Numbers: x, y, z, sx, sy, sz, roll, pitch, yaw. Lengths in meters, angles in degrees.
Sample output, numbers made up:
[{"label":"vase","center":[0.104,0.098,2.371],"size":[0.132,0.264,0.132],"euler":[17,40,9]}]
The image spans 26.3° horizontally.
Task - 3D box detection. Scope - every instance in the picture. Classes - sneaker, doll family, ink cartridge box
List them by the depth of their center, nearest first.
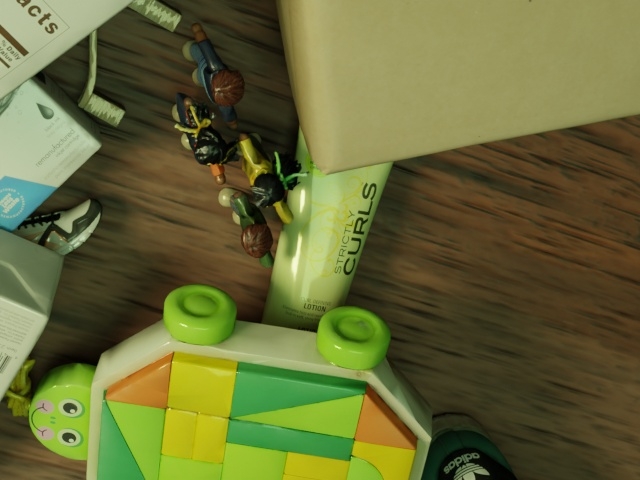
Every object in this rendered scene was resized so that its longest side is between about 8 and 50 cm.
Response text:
[{"label":"ink cartridge box","center":[-0.263,-0.104,1.014],"size":[0.104,0.060,0.180],"euler":[-43,112,7]},{"label":"doll family","center":[-0.066,-0.071,1.038],"size":[0.076,0.111,0.193],"euler":[-33,112,2]},{"label":"ink cartridge box","center":[-0.306,0.087,1.046],"size":[0.134,0.078,0.231],"euler":[25,123,-18]},{"label":"sneaker","center":[-0.221,-0.003,1.071],"size":[0.109,0.040,0.043],"euler":[-33,111,1]},{"label":"sneaker","center":[0.166,0.302,1.217],"size":[0.108,0.121,0.302],"euler":[-28,113,0]}]

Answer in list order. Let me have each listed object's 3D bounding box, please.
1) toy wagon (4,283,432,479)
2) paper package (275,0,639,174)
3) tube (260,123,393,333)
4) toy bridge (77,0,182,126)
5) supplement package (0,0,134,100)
[{"label":"toy wagon","center":[-0.090,0.160,1.101],"size":[0.344,0.068,0.267],"euler":[9,125,-2]},{"label":"paper package","center":[0.114,-0.238,0.946],"size":[0.309,0.168,0.324],"euler":[-12,128,-7]},{"label":"tube","center":[0.000,0.000,1.108],"size":[0.070,0.062,0.240],"euler":[-6,115,-57]},{"label":"toy bridge","center":[-0.134,-0.180,1.030],"size":[0.063,0.026,0.188],"euler":[28,102,-18]},{"label":"supplement package","center":[-0.254,-0.182,0.809],"size":[0.293,0.177,0.175],"euler":[-35,134,7]}]
